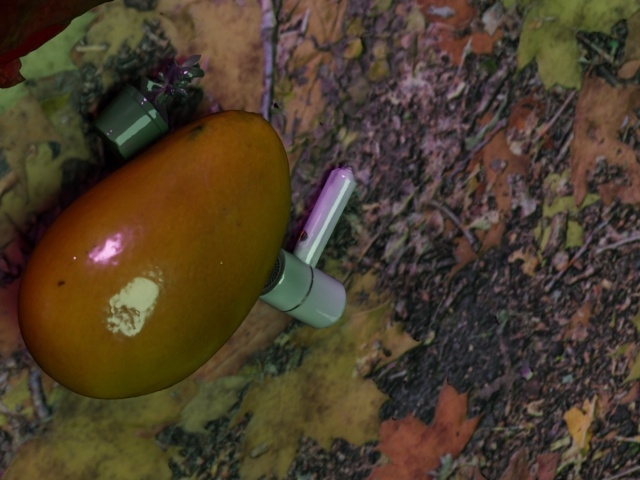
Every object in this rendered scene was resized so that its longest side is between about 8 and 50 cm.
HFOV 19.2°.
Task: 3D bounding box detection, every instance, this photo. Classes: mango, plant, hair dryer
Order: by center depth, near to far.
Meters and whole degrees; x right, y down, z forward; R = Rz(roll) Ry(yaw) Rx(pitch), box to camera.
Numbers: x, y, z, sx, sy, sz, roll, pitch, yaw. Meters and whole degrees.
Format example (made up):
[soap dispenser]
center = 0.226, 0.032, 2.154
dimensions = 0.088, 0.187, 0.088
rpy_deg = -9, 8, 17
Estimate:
[plant]
center = -0.126, -0.108, 1.451
dimensions = 0.102, 0.051, 0.051
rpy_deg = -44, 128, -12
[mango]
center = -0.118, 0.018, 1.455
dimensions = 0.254, 0.139, 0.175
rpy_deg = -40, 148, -22
[hair dryer]
center = 0.000, 0.000, 1.597
dimensions = 0.082, 0.047, 0.137
rpy_deg = 29, 84, -41

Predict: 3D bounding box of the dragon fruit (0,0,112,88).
[dragon fruit]
center = -0.223, -0.210, 1.251
dimensions = 0.282, 0.100, 0.343
rpy_deg = -12, 136, -33
